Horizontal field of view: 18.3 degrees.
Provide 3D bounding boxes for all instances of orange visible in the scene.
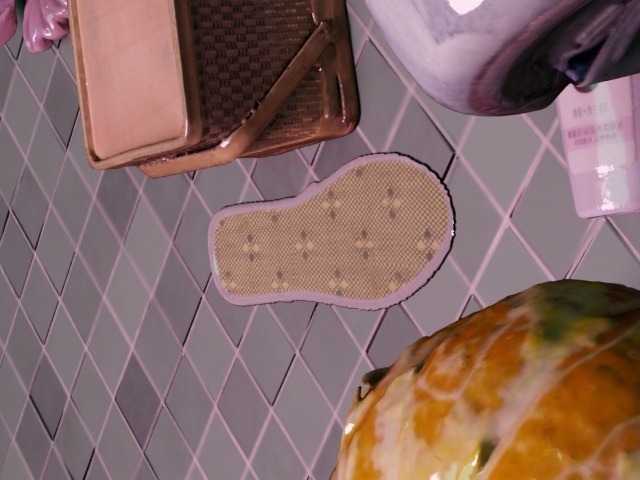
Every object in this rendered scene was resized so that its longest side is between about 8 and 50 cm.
[{"bbox_3d":[0.147,0.182,1.020,0.329,0.249,0.329,21,118,47],"label":"orange"}]

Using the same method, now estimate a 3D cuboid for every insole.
[{"bbox_3d":[0.000,0.000,1.434,0.322,0.007,0.109,-8,88,56],"label":"insole"}]

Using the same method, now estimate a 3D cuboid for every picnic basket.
[{"bbox_3d":[-0.087,-0.180,1.412,0.165,0.139,0.266,-12,85,57],"label":"picnic basket"}]

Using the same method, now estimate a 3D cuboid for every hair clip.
[{"bbox_3d":[-0.303,-0.267,1.794,0.300,0.069,0.173,20,112,54],"label":"hair clip"}]

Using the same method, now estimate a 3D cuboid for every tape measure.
[{"bbox_3d":[0.144,-0.165,0.948,0.147,0.256,0.275,66,154,14],"label":"tape measure"}]

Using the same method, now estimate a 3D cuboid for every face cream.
[{"bbox_3d":[0.162,-0.113,1.118,0.084,0.057,0.198,-11,87,49],"label":"face cream"}]
